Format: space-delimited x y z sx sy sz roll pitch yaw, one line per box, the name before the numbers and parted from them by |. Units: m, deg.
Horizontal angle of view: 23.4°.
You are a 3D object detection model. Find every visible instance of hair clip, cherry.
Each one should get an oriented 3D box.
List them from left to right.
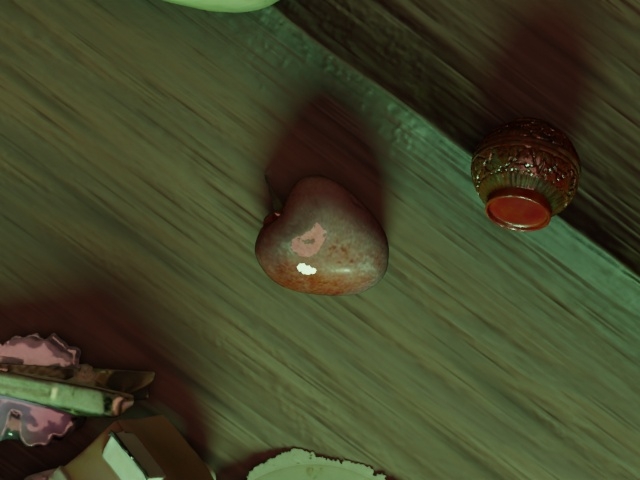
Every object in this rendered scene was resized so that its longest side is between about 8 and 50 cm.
hair clip | -0.297 0.127 1.383 0.292 0.084 0.106 8 97 1
cherry | 0.003 -0.004 1.388 0.126 0.087 0.106 11 96 -1

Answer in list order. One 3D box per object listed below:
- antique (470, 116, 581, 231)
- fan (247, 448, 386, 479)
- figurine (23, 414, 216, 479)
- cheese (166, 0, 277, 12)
antique | 0.185 -0.063 1.394 0.104 0.104 0.104 0 92 -4
fan | -0.056 0.369 1.357 0.233 0.012 0.415 37 67 7
figurine | -0.208 0.265 1.371 0.237 0.141 0.162 -48 69 5
cheese | -0.130 -0.370 1.345 0.328 0.129 0.351 24 92 -2
